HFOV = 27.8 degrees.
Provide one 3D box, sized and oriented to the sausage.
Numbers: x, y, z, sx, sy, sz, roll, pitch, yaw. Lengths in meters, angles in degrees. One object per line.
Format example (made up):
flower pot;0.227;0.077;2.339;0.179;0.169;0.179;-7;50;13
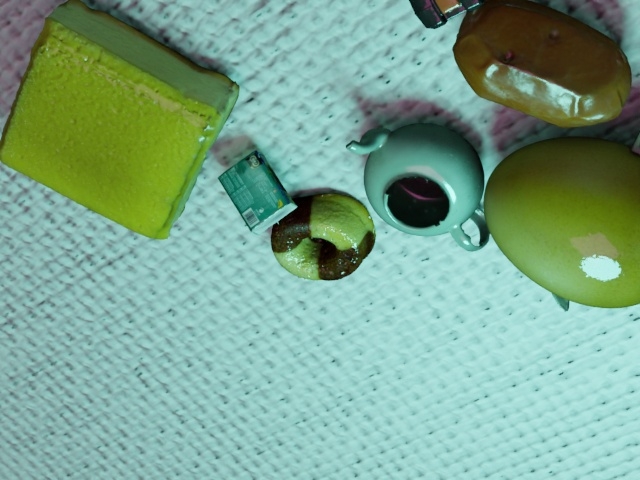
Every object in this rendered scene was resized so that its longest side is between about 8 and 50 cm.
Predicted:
sausage;0.323;-0.255;1.866;0.268;0.153;0.141;23;170;-2

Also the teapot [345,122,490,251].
teapot;0.163;-0.089;2.054;0.294;0.129;0.193;41;127;-16

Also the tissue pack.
tissue pack;-0.102;-0.078;2.151;0.085;0.079;0.111;-35;77;7

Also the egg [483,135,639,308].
egg;0.403;-0.031;1.954;0.322;0.250;0.250;20;130;11

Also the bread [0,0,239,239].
bread;-0.333;-0.190;2.112;0.333;0.143;0.324;29;130;-7

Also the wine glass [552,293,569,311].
wine glass;0.510;0.052;2.105;0.262;0.074;0.074;-17;120;26

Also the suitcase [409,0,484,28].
suitcase;0.263;-0.398;1.740;0.285;0.206;0.066;-23;113;28

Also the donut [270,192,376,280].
donut;0.000;0.000;2.207;0.184;0.073;0.166;3;129;16

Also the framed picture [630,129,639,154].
framed picture;0.580;-0.205;1.847;0.184;0.016;0.250;23;106;4
